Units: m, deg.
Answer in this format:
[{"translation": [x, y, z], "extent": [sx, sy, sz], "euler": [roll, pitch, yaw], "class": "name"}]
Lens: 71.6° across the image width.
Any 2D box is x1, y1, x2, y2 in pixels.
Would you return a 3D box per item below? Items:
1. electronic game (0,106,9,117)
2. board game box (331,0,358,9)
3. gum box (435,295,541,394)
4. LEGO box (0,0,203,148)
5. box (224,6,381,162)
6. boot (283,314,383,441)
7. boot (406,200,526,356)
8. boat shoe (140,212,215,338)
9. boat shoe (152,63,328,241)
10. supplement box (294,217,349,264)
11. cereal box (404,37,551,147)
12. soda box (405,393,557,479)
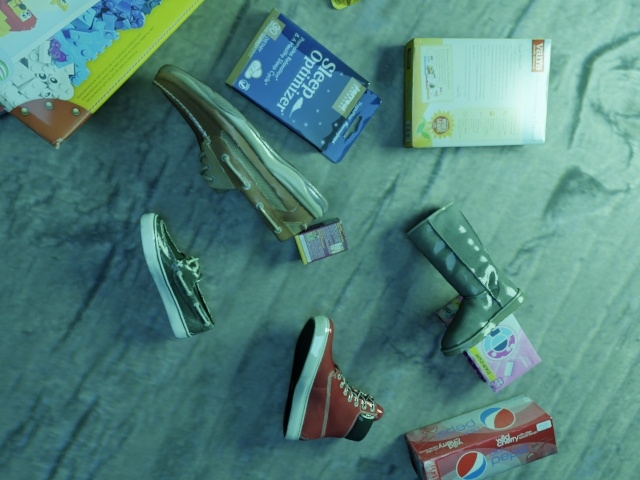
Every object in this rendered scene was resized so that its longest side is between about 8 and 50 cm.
[{"translation": [-0.509, -0.269, 0.593], "extent": [0.230, 0.048, 0.229], "euler": [-9, 123, -15], "class": "electronic game"}, {"translation": [0.114, -0.474, 0.690], "extent": [0.260, 0.039, 0.124], "euler": [-27, 102, 0], "class": "board game box"}, {"translation": [0.315, 0.184, 0.830], "extent": [0.107, 0.062, 0.188], "euler": [-36, 103, 0], "class": "gum box"}, {"translation": [-0.277, -0.421, 0.490], "extent": [0.500, 0.193, 0.372], "euler": [-47, 124, -1], "class": "LEGO box"}, {"translation": [-0.020, -0.241, 0.713], "extent": [0.225, 0.036, 0.136], "euler": [33, 94, -14], "class": "box"}, {"translation": [0.038, 0.250, 0.793], "extent": [0.176, 0.088, 0.244], "euler": [7, 108, -10], "class": "boot"}, {"translation": [0.219, 0.062, 0.752], "extent": [0.190, 0.076, 0.208], "euler": [-38, 88, -15], "class": "boot"}, {"translation": [-0.228, 0.054, 0.721], "extent": [0.070, 0.077, 0.219], "euler": [-15, 111, -5], "class": "boat shoe"}, {"translation": [-0.132, -0.123, 0.677], "extent": [0.324, 0.123, 0.116], "euler": [44, 94, -12], "class": "boat shoe"}, {"translation": [0.000, 0.000, 0.757], "extent": [0.083, 0.043, 0.054], "euler": [-18, 103, -4], "class": "supplement box"}, {"translation": [0.262, -0.245, 0.747], "extent": [0.240, 0.047, 0.172], "euler": [-3, 101, -8], "class": "cereal box"}, {"translation": [0.305, 0.389, 0.853], "extent": [0.264, 0.092, 0.083], "euler": [-16, 103, -6], "class": "soda box"}]
